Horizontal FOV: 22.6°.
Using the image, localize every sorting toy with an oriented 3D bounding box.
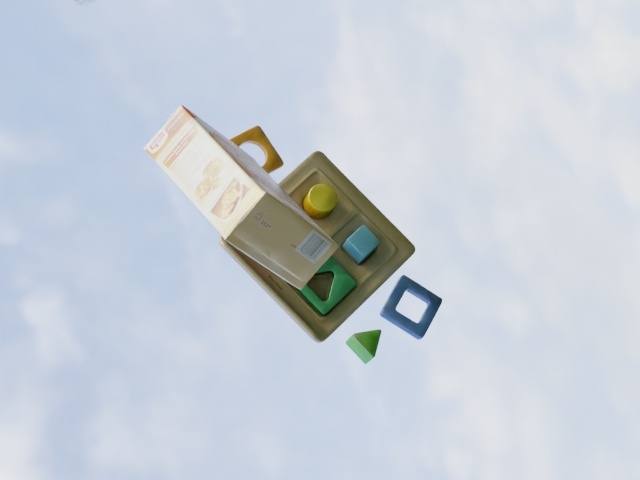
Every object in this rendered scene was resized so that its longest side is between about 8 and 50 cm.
[{"bbox_3d":[0.000,0.000,1.969,0.347,0.047,0.196,45,-116,3],"label":"sorting toy"}]

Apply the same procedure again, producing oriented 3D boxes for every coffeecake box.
[{"bbox_3d":[-0.086,-0.047,1.722,0.142,0.068,0.185,35,-172,-49],"label":"coffeecake box"}]

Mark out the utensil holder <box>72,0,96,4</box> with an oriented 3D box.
[{"bbox_3d":[-0.104,-0.439,1.599,0.327,0.385,0.327,166,90,-88],"label":"utensil holder"}]
